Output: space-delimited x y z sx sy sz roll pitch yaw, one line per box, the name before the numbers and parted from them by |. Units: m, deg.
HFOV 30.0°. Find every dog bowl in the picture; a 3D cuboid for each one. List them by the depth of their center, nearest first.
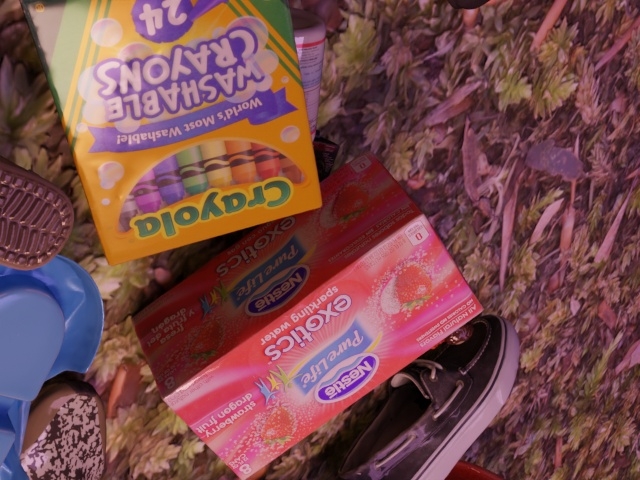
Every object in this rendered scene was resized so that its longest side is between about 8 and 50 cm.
dog bowl | -0.309 0.131 1.034 0.166 0.074 0.297 24 94 -46

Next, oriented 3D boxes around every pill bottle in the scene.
pill bottle | -0.044 -0.138 1.148 0.087 0.087 0.160 -18 127 -40

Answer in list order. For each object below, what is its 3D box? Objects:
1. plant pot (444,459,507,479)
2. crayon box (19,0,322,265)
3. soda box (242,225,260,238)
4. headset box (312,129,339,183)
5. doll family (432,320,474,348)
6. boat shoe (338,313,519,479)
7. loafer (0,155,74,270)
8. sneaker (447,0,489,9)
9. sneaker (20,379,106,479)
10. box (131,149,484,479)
plant pot | 0.155 0.485 1.648 0.272 0.272 0.265 -10 129 -44
crayon box | -0.116 -0.108 1.028 0.203 0.083 0.323 -16 131 -7
soda box | 0.000 0.000 1.308 0.183 0.058 0.063 -24 129 -36
headset box | -0.020 -0.078 1.257 0.062 0.032 0.083 5 109 -49
doll family | 0.057 0.094 1.348 0.263 0.163 0.118 -21 91 -35
boat shoe | 0.146 0.210 1.551 0.119 0.121 0.335 49 60 -22
loafer | -0.317 -0.057 0.904 0.268 0.092 0.102 34 83 -36
sneaker | 0.271 -0.366 1.304 0.330 0.146 0.122 -46 141 -14
sneaker | -0.249 0.339 1.122 0.158 0.182 0.410 17 85 -54
box | -0.014 0.075 1.183 0.300 0.142 0.154 -35 127 0
